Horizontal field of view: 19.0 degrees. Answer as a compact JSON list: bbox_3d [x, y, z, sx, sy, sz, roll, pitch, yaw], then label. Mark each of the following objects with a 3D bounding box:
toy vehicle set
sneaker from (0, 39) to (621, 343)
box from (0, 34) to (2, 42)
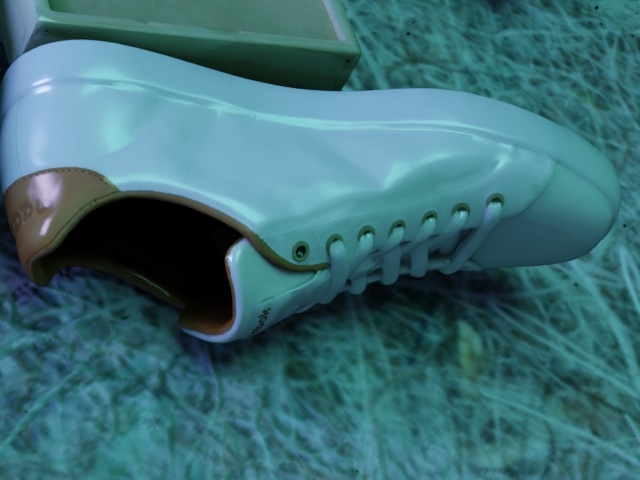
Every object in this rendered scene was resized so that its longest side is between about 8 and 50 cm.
[{"bbox_3d":[-0.095,-0.181,0.944,0.166,0.035,0.267,3,49,-30],"label":"toy vehicle set"},{"bbox_3d":[0.000,0.000,0.847,0.290,0.106,0.123,7,56,-16],"label":"sneaker"},{"bbox_3d":[-0.145,-0.171,0.959,0.145,0.038,0.186,11,44,-23],"label":"box"}]
